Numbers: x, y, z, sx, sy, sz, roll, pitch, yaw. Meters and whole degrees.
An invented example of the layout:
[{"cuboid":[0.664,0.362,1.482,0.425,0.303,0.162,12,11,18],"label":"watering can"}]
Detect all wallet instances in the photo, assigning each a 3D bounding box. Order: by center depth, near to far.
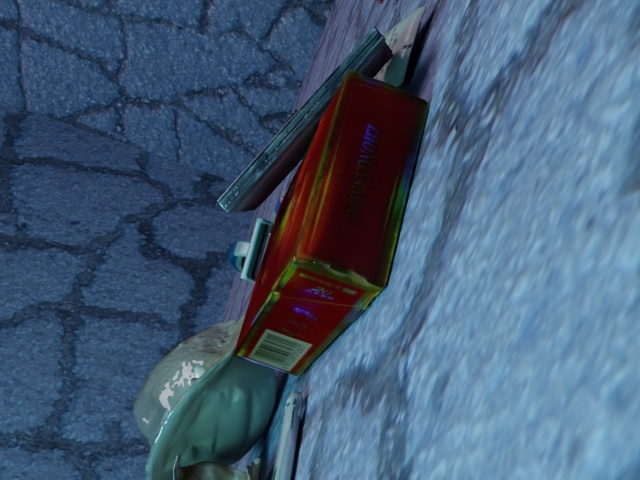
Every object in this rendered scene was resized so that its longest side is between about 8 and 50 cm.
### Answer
[{"cuboid":[-0.011,-0.120,0.939,0.232,0.025,0.119,-47,-6,9],"label":"wallet"}]

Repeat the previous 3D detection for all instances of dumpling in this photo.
[{"cuboid":[-0.157,0.204,1.100,0.227,0.175,0.243,-48,-41,-53],"label":"dumpling"}]

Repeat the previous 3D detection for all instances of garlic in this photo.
[{"cuboid":[-0.116,0.306,0.984,0.174,0.099,0.124,-89,4,-66],"label":"garlic"}]

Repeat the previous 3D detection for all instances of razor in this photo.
[{"cuboid":[-0.086,0.019,1.020,0.191,0.037,0.068,138,149,-80],"label":"razor"}]

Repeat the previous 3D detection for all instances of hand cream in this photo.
[{"cuboid":[0.066,-0.202,1.086,0.276,0.059,0.095,172,116,-76],"label":"hand cream"}]

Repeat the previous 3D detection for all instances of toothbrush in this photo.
[{"cuboid":[-0.057,0.285,0.781,0.418,0.040,0.042,-80,10,-53],"label":"toothbrush"}]

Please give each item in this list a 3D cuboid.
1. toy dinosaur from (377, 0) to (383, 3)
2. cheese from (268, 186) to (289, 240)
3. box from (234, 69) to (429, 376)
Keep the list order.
[{"cuboid":[0.121,-0.407,1.196,0.139,0.070,0.286,-61,4,1],"label":"toy dinosaur"},{"cuboid":[-0.047,-0.028,1.425,0.250,0.064,0.157,169,121,-79],"label":"cheese"},{"cuboid":[0.000,0.000,0.907,0.313,0.089,0.198,125,164,-64],"label":"box"}]
